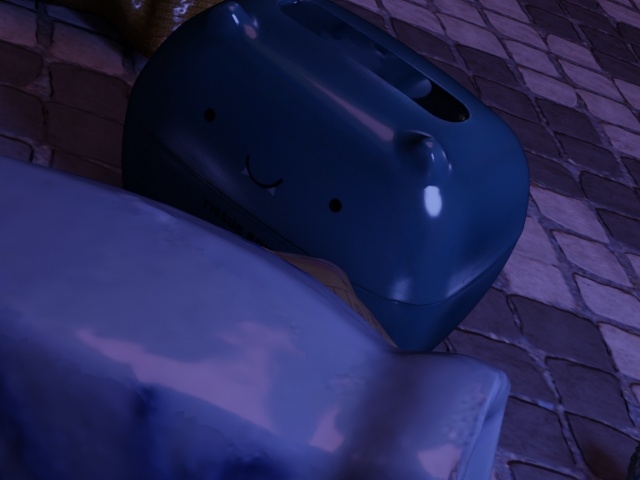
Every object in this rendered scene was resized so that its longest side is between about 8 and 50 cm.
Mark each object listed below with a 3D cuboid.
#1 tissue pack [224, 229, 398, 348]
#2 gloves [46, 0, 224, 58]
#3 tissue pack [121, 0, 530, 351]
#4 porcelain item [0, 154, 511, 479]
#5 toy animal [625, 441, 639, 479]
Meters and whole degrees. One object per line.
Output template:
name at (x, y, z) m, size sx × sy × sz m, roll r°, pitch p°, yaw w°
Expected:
tissue pack at (-0.055, 0.067, 0.995) m, size 0.215 × 0.123 × 0.256 m, roll 14°, pitch 10°, yaw -17°
gloves at (-0.160, -0.274, 1.505) m, size 0.356 × 0.203 × 0.155 m, roll 18°, pitch 33°, yaw -3°
tissue pack at (0.006, -0.058, 1.225) m, size 0.287 × 0.206 × 0.198 m, roll 38°, pitch 41°, yaw 19°
porcelain item at (-0.131, 0.085, 0.753) m, size 0.405 × 0.242 × 0.178 m, roll 16°, pitch 19°, yaw 14°
toy animal at (0.261, 0.229, 1.139) m, size 0.079 × 0.070 × 0.253 m, roll -10°, pitch 43°, yaw 3°
